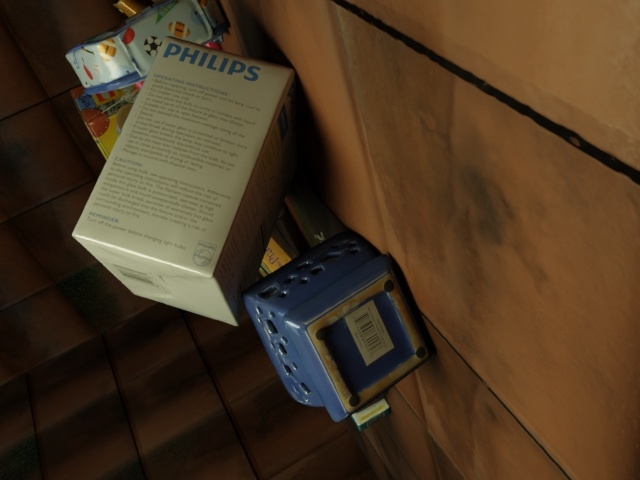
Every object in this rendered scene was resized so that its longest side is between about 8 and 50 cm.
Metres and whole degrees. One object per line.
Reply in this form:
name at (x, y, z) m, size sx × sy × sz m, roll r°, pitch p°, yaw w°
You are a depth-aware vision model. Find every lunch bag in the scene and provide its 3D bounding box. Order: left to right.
lunch bag at (-0.338, -0.395, 1.262) m, size 0.243 × 0.303 × 0.115 m, roll 10°, pitch 130°, yaw 55°

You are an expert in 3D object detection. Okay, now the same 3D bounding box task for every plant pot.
plant pot at (0.036, 0.145, 1.068) m, size 0.236 × 0.236 × 0.212 m, roll 65°, pitch 162°, yaw -16°

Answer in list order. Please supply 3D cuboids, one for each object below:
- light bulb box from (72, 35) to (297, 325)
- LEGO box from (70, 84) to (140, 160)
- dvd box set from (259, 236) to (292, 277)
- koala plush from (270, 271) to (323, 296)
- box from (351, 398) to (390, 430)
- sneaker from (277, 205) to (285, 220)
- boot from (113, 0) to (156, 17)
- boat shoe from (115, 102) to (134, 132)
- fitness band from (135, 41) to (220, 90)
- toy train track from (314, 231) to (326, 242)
light bulb box at (-0.199, -0.082, 1.101) m, size 0.225 × 0.361 × 0.358 m, roll 17°, pitch 161°, yaw 4°
LEGO box at (-0.547, -0.345, 2.161) m, size 0.193 × 0.372 × 0.500 m, roll 55°, pitch 167°, yaw 35°
dvd box set at (-0.082, 0.114, 1.690) m, size 0.420 × 0.062 × 0.307 m, roll 48°, pitch 170°, yaw -4°
koala plush at (0.044, 0.172, 1.324) m, size 0.221 × 0.203 × 0.196 m, roll 42°, pitch -162°, yaw -50°
box at (0.087, 0.394, 1.763) m, size 0.244 × 0.100 × 0.060 m, roll 56°, pitch 168°, yaw 31°
sneaker at (-0.188, -0.155, 1.691) m, size 0.282 × 0.099 × 0.153 m, roll 52°, pitch 167°, yaw 55°
boot at (-0.407, -0.524, 1.575) m, size 0.211 × 0.104 × 0.295 m, roll 31°, pitch -164°, yaw -38°
boat shoe at (-0.328, -0.268, 1.581) m, size 0.123 × 0.342 × 0.123 m, roll -121°, pitch 40°, yaw -71°
fitness band at (-0.352, -0.433, 1.496) m, size 0.291 × 0.054 × 0.209 m, roll -9°, pitch 115°, yaw 40°
toy train track at (0.000, 0.000, 1.426) m, size 0.048 × 0.014 × 0.083 m, roll 67°, pitch 169°, yaw -23°
